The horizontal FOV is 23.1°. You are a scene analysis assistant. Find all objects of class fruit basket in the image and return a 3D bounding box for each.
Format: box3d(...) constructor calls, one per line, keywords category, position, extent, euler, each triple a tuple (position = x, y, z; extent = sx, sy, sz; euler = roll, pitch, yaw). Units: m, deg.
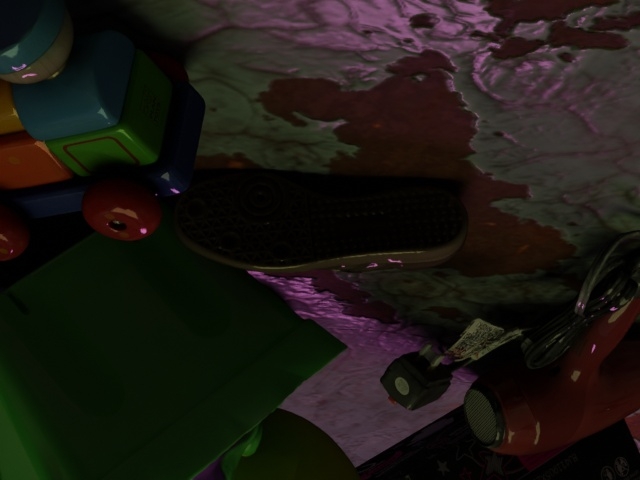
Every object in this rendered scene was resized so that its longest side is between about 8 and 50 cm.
box3d(category="fruit basket", position=(-0.115, 0.187, 1.122), extent=(0.283, 0.392, 0.392), euler=(-36, -177, -35))

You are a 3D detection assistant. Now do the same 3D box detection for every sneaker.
box3d(category="sneaker", position=(0.000, 0.000, 1.013), extent=(0.188, 0.066, 0.071), euler=(3, 160, 1))

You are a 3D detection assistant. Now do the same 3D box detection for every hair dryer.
box3d(category="hair dryer", position=(0.199, 0.091, 1.157), extent=(0.223, 0.080, 0.293), euler=(-30, 158, 23))

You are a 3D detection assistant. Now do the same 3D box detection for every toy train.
box3d(category="toy train", position=(-0.200, -0.066, 0.840), extent=(0.248, 0.105, 0.143), euler=(-8, 146, 27))

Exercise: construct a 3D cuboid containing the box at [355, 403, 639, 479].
box3d(category="box", position=(0.142, 0.226, 1.302), extent=(0.247, 0.163, 0.142), euler=(-25, -179, -38))
